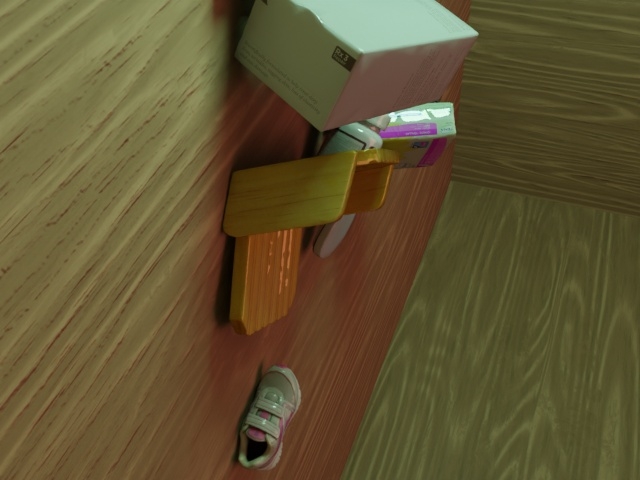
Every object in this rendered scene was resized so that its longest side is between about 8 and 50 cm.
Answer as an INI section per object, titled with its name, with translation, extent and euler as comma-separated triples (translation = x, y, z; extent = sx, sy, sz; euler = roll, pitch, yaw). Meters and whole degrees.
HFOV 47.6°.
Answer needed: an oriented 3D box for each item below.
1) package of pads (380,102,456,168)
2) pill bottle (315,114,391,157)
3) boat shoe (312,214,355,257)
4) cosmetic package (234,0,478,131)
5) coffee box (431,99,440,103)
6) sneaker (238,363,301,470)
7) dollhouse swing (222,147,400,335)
[package of pads]
translation = 0.195, -0.252, 1.823
extent = 0.296, 0.229, 0.101
euler = 99, -14, -81
[pill bottle]
translation = 0.063, -0.198, 1.615
extent = 0.221, 0.121, 0.121
euler = -62, 166, 8
[boat shoe]
translation = 0.035, -0.087, 1.771
extent = 0.267, 0.088, 0.096
euler = -65, 157, -6
[cosmetic package]
translation = 0.072, -0.331, 1.226
extent = 0.385, 0.217, 0.156
euler = -23, 151, -46
[coffee box]
translation = 0.184, -0.434, 1.726
extent = 0.247, 0.098, 0.141
euler = 28, 70, -28
[sneaker]
translation = -0.116, 0.401, 1.610
extent = 0.111, 0.103, 0.252
euler = 10, 92, -76
[dollhouse swing]
translation = 0.000, 0.000, 1.390
extent = 0.347, 0.315, 0.304
euler = -16, 98, -73
